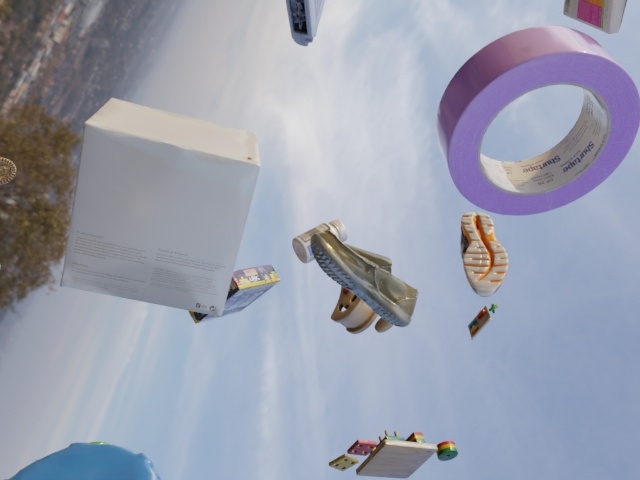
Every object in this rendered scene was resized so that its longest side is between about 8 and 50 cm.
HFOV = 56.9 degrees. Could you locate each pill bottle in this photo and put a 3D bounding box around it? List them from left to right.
[{"bbox_3d":[0.000,0.000,1.579,0.137,0.078,0.078,-27,-173,-24],"label":"pill bottle"}]

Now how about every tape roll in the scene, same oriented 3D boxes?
[{"bbox_3d":[0.316,-0.169,0.879,0.275,0.275,0.090,-48,-150,32],"label":"tape roll"}]

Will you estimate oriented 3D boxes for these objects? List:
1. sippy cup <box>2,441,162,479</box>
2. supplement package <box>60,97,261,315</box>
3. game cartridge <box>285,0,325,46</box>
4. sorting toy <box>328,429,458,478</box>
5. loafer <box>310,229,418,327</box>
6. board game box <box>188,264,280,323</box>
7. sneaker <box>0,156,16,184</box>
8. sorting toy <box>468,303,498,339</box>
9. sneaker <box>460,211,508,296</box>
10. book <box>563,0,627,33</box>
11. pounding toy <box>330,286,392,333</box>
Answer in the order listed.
[{"bbox_3d":[-0.236,0.342,0.600,0.240,0.306,0.224,-29,127,-48],"label":"sippy cup"},{"bbox_3d":[-0.192,-0.043,0.733,0.149,0.194,0.203,-107,-148,-65],"label":"supplement package"},{"bbox_3d":[-0.022,-0.549,1.188,0.297,0.062,0.198,79,20,-80],"label":"game cartridge"},{"bbox_3d":[0.151,0.456,1.271,0.132,0.275,0.046,-60,-151,35],"label":"sorting toy"},{"bbox_3d":[0.087,0.060,1.133,0.087,0.251,0.094,-51,-171,-18],"label":"loafer"},{"bbox_3d":[-0.187,0.115,1.293,0.141,0.048,0.170,-39,166,22],"label":"board game box"},{"bbox_3d":[-0.418,-0.077,0.686,0.067,0.119,0.042,-161,-113,-64],"label":"sneaker"},{"bbox_3d":[0.309,0.145,1.125,0.083,0.012,0.062,-55,-176,21],"label":"sorting toy"},{"bbox_3d":[0.318,0.037,1.170,0.214,0.084,0.083,-79,171,-48],"label":"sneaker"},{"bbox_3d":[0.475,-0.426,1.031,0.144,0.035,0.096,-111,-169,-54],"label":"book"},{"bbox_3d":[0.129,0.188,1.664,0.154,0.155,0.269,-42,-152,18],"label":"pounding toy"}]
